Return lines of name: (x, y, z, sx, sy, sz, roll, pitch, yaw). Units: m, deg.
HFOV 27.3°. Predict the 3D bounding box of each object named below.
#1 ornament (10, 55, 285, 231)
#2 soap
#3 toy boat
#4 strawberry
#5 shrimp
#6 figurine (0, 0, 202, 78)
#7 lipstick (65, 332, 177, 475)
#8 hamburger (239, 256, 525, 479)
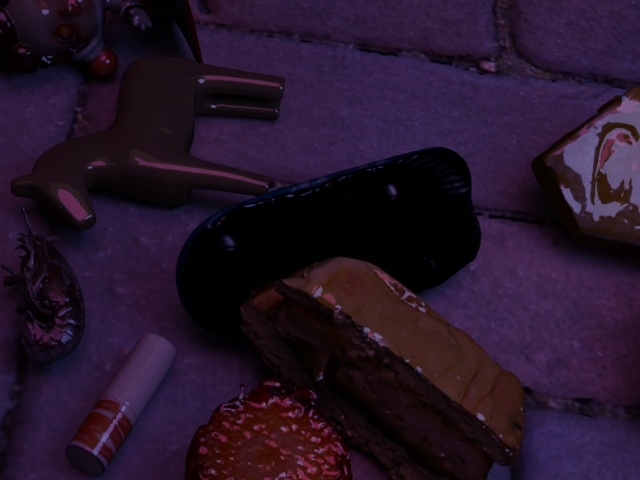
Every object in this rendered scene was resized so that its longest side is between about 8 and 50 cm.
ornament: (-0.166, -0.091, 1.298, 0.245, 0.061, 0.230, 9, 51, -5)
soap: (0.342, -0.064, 1.315, 0.257, 0.080, 0.160, 10, 84, -2)
toy boat: (0.000, 0.000, 1.240, 0.299, 0.134, 0.092, -17, 20, -19)
strawberry: (-0.043, 0.192, 1.076, 0.145, 0.086, 0.145, 1, 46, -1)
shrimp: (-0.253, 0.038, 1.185, 0.065, 0.056, 0.165, -19, 54, -15)
figurine: (-0.263, -0.253, 1.355, 0.226, 0.183, 0.160, -20, 47, -9)
lipstick: (-0.169, 0.139, 1.130, 0.038, 0.038, 0.130, 24, 51, 9)
hamburger: (0.057, 0.109, 1.141, 0.262, 0.124, 0.131, 39, 40, 7)
